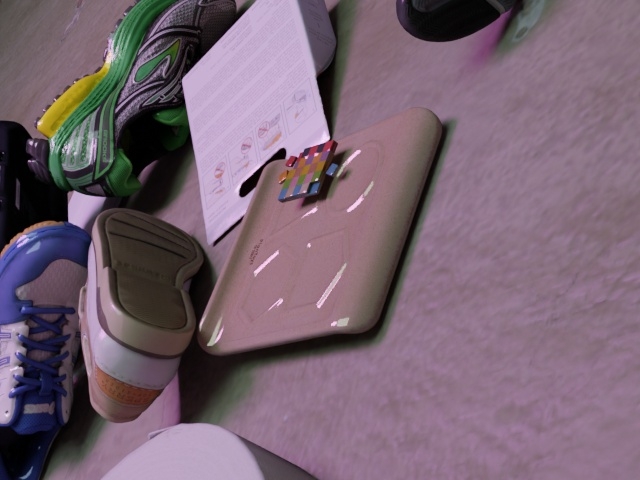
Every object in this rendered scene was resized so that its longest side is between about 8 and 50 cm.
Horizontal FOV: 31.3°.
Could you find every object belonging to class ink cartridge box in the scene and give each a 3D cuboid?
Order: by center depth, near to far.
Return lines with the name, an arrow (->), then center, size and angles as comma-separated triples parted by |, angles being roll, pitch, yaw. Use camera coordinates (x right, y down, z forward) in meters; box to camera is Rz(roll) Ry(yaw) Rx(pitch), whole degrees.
ink cartridge box -> -0.055, -0.129, 1.153 | 0.189, 0.066, 0.232 | -40, 51, 32

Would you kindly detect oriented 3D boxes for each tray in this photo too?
tray -> -0.285, -0.064, 1.488 | 0.145, 0.030, 0.270 | -26, 40, 49

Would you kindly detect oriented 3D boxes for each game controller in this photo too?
game controller -> -0.338, -0.007, 1.311 | 0.067, 0.166, 0.319 | -27, 39, 7

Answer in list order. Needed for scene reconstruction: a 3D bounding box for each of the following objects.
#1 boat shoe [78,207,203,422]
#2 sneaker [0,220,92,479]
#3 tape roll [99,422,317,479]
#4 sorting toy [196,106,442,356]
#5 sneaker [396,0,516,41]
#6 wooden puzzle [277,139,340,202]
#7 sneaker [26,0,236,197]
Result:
boat shoe -> -0.175, 0.058, 1.048 | 0.302, 0.113, 0.103 | -102, 35, -70
sneaker -> -0.274, 0.121, 1.133 | 0.131, 0.112, 0.296 | 62, 141, 45
tape roll -> -0.125, 0.304, 0.726 | 0.392, 0.072, 0.392 | -42, 28, 29
sorting toy -> 0.000, 0.000, 0.903 | 0.208, 0.038, 0.193 | -13, 50, 50
sneaker -> 0.125, -0.245, 0.917 | 0.228, 0.086, 0.132 | -50, 19, -10
wooden puzzle -> -0.011, -0.056, 0.928 | 0.083, 0.006, 0.049 | -12, 50, 51
sneaker -> -0.193, -0.177, 1.377 | 0.146, 0.134, 0.343 | 21, 62, 21
